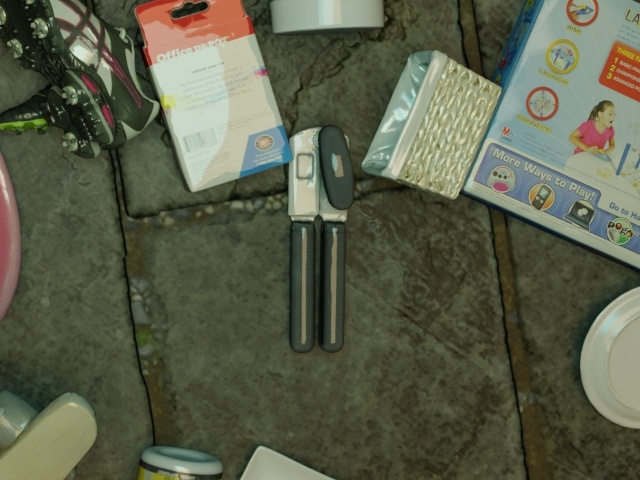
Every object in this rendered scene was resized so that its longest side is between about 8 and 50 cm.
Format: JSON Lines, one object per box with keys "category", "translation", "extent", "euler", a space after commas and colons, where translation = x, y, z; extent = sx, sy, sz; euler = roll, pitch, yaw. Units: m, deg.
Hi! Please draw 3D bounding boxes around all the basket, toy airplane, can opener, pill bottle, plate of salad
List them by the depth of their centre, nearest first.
{"category": "toy airplane", "translation": [-0.443, 0.338, 1.801], "extent": [0.386, 0.272, 0.384], "euler": [-12, 134, -17]}
{"category": "pill bottle", "translation": [0.005, -0.391, 1.849], "extent": [0.161, 0.161, 0.283], "euler": [-4, 95, -9]}
{"category": "pill bottle", "translation": [-0.183, 0.350, 1.900], "extent": [0.103, 0.103, 0.184], "euler": [9, 92, -10]}
{"category": "can opener", "translation": [0.000, 0.000, 1.910], "extent": [0.076, 0.095, 0.284], "euler": [0, 94, -9]}
{"category": "basket", "translation": [0.138, -0.139, 1.917], "extent": [0.103, 0.113, 0.167], "euler": [24, 90, -14]}
{"category": "plate of salad", "translation": [0.427, 0.147, 2.017], "extent": [0.199, 0.048, 0.200], "euler": [-4, 107, -12]}

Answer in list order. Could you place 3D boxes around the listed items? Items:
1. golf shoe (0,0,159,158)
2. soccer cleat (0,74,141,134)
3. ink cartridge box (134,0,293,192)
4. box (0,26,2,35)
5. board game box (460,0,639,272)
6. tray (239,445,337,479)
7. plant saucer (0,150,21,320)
{"category": "golf shoe", "translation": [-0.291, -0.232, 1.810], "extent": [0.120, 0.105, 0.273], "euler": [-29, 97, -41]}
{"category": "soccer cleat", "translation": [-0.305, -0.175, 1.869], "extent": [0.178, 0.060, 0.072], "euler": [-16, 87, -15]}
{"category": "ink cartridge box", "translation": [-0.133, -0.187, 1.882], "extent": [0.134, 0.078, 0.231], "euler": [-18, 97, -9]}
{"category": "box", "translation": [-0.390, -0.281, 1.846], "extent": [0.083, 0.052, 0.062], "euler": [28, 89, -12]}
{"category": "board game box", "translation": [0.360, -0.144, 1.966], "extent": [0.308, 0.086, 0.302], "euler": [24, 90, -10]}
{"category": "tray", "translation": [-0.076, 0.404, 1.959], "extent": [0.145, 0.030, 0.270], "euler": [26, 89, -10]}
{"category": "plant saucer", "translation": [-0.460, -0.039, 1.738], "extent": [0.084, 0.332, 0.332], "euler": [-15, 97, 20]}
